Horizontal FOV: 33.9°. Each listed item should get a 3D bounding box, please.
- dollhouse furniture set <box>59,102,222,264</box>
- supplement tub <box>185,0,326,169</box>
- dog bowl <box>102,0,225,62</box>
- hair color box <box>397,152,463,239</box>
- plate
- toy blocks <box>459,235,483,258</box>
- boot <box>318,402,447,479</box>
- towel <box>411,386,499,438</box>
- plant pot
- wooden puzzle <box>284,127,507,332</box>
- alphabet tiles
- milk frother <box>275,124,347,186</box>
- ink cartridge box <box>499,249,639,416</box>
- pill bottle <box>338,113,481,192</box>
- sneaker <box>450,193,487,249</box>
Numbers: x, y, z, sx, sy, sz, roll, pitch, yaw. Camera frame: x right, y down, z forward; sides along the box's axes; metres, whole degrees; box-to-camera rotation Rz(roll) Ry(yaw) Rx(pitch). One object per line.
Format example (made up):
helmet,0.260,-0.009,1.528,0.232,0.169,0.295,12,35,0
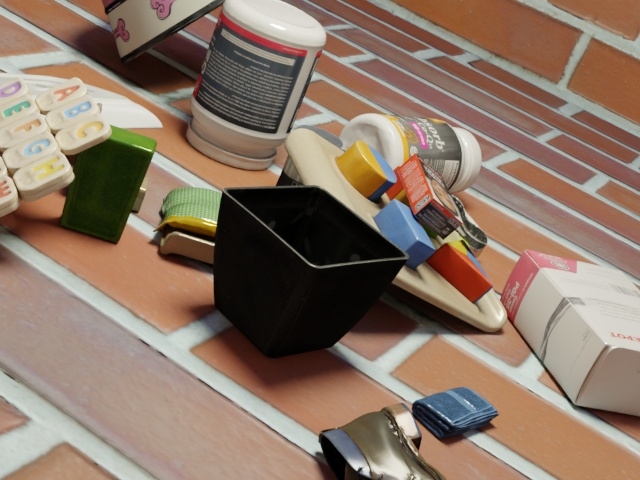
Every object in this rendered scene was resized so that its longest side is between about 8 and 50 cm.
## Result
dollhouse furniture set,-0.202,-0.083,1.512,0.302,0.151,0.197,18,24,-13
supplement tub,-0.119,-0.283,1.862,0.191,0.272,0.191,19,23,-9
dog bowl,-0.256,-0.517,2.068,0.150,0.408,0.408,59,19,-14
hair color box,0.167,-0.069,1.614,0.072,0.043,0.141,38,21,-28
plate,-0.434,-0.224,1.650,0.277,0.045,0.278,20,16,39
toy blocks,0.205,-0.020,1.873,0.123,0.054,0.148,-4,35,-45
boot,0.076,0.274,1.135,0.106,0.082,0.219,-9,38,-15
towel,0.175,0.220,1.364,0.119,0.029,0.067,-6,36,-48
plant pot,-0.032,0.047,1.373,0.187,0.167,0.188,-5,35,-47
wooden puzzle,0.133,-0.030,1.635,0.348,0.080,0.322,22,30,-41
alphabet tiles,-0.420,-0.123,1.361,0.278,0.021,0.284,-26,41,-12
milk frother,-0.012,-0.128,1.804,0.129,0.134,0.143,13,25,-24
ink cartridge box,0.438,0.146,1.648,0.207,0.117,0.283,13,25,-23
pill bottle,0.173,-0.157,2.000,0.278,0.162,0.162,-3,35,-45
sneaker,0.224,-0.029,1.676,0.109,0.040,0.044,53,5,4
